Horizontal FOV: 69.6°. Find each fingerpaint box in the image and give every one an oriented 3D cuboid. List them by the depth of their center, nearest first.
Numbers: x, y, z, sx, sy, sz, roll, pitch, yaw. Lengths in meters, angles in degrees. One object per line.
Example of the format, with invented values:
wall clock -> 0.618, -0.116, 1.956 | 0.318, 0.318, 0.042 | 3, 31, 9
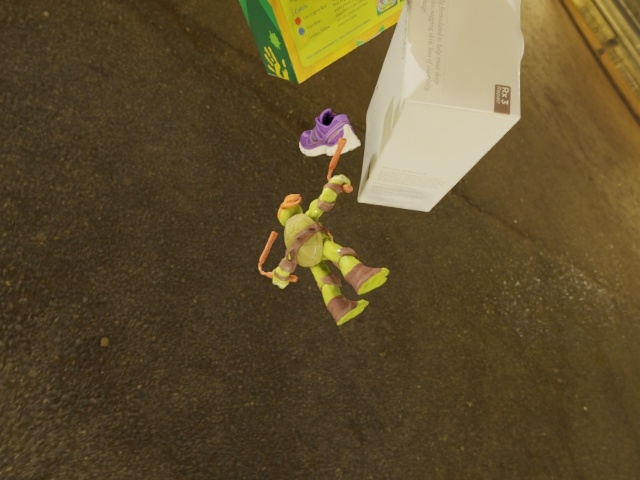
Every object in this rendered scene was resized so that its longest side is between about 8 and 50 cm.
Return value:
fingerpaint box -> 0.022, -0.632, 1.017 | 0.444, 0.163, 0.371 | -38, 133, -16

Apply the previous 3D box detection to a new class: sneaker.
sneaker -> 0.012, -0.182, 0.769 | 0.068, 0.170, 0.071 | -23, 107, -21

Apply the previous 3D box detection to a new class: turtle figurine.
turtle figurine -> 0.000, 0.000, 0.682 | 0.087, 0.270, 0.217 | 2, 40, -53

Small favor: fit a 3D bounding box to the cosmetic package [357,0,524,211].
cosmetic package -> 0.171, -0.209, 0.757 | 0.156, 0.385, 0.217 | 7, 74, -1
